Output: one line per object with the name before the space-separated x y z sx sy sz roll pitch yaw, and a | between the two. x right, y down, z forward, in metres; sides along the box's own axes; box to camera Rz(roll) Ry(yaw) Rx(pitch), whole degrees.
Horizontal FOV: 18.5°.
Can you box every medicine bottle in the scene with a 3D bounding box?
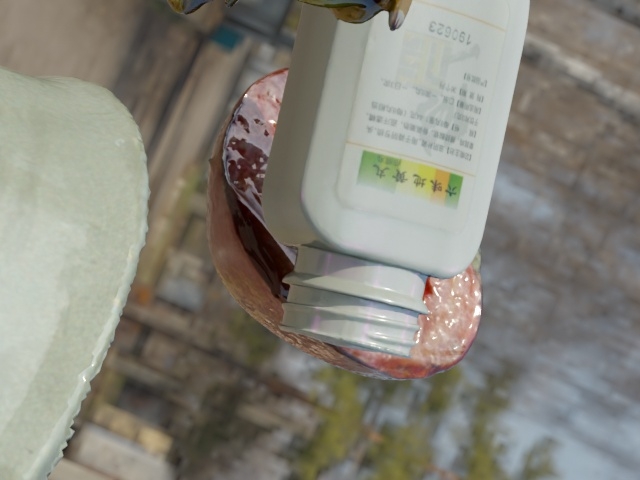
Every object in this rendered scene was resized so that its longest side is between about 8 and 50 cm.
medicine bottle | 0.053 -0.075 1.545 0.124 0.179 0.324 5 -97 56

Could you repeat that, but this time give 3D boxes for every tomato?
tomato | 0.000 0.002 1.797 0.170 0.309 0.309 -37 -154 51

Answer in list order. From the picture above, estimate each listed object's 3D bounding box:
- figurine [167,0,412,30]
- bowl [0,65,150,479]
figurine | -0.025 -0.205 1.285 0.121 0.176 0.122 58 35 -64
bowl | -0.221 0.023 0.681 0.313 0.146 0.313 -29 -142 25
